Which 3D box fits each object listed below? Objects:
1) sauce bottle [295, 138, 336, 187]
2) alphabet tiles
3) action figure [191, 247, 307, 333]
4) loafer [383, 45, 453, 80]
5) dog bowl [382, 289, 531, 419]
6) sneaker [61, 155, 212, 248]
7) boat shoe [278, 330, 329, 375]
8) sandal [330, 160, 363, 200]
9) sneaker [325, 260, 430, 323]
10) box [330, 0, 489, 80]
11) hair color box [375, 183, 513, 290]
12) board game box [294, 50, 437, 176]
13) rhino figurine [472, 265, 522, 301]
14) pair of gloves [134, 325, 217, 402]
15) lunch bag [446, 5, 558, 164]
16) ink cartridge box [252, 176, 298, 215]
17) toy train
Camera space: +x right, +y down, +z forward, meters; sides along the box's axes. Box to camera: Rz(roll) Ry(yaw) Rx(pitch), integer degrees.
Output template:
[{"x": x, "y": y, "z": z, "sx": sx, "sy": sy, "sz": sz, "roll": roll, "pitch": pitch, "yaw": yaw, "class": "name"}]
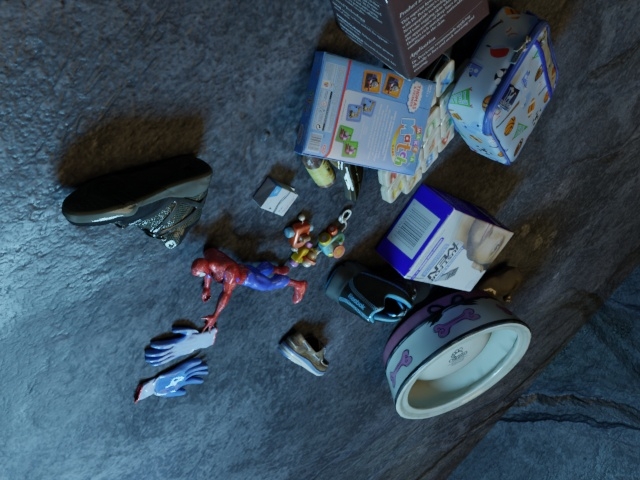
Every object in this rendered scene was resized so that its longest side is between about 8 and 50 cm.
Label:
[{"x": -0.009, "y": -0.136, "z": 1.371, "sx": 0.042, "sy": 0.042, "sz": 0.128, "roll": -43, "pitch": 150, "yaw": -3, "class": "sauce bottle"}, {"x": 0.202, "y": -0.202, "z": 1.493, "sx": 0.284, "sy": 0.021, "sz": 0.278, "roll": -51, "pitch": 160, "yaw": -13, "class": "alphabet tiles"}, {"x": -0.149, "y": 0.093, "z": 1.423, "sx": 0.139, "sy": 0.091, "sz": 0.280, "roll": -59, "pitch": 147, "yaw": 5, "class": "action figure"}, {"x": 0.194, "y": -0.331, "z": 1.348, "sx": 0.223, "sy": 0.078, "sz": 0.076, "roll": -52, "pitch": 150, "yaw": 11, "class": "loafer"}, {"x": 0.343, "y": 0.293, "z": 2.113, "sx": 0.408, "sy": 0.150, "sz": 0.408, "roll": -20, "pitch": 145, "yaw": -15, "class": "dog bowl"}, {"x": -0.259, "y": -0.035, "z": 1.153, "sx": 0.227, "sy": 0.087, "sz": 0.130, "roll": -22, "pitch": 136, "yaw": -41, "class": "sneaker"}, {"x": -0.020, "y": 0.249, "z": 1.778, "sx": 0.066, "sy": 0.066, "sz": 0.183, "roll": -48, "pitch": 148, "yaw": 2, "class": "boat shoe"}, {"x": 0.035, "y": -0.163, "z": 1.369, "sx": 0.219, "sy": 0.060, "sz": 0.090, "roll": 81, "pitch": 24, "yaw": -43, "class": "sandal"}, {"x": 0.153, "y": 0.130, "z": 1.774, "sx": 0.341, "sy": 0.139, "sz": 0.125, "roll": 1, "pitch": 124, "yaw": -51, "class": "sneaker"}, {"x": 0.114, "y": -0.373, "z": 1.122, "sx": 0.168, "sy": 0.167, "sz": 0.203, "roll": -40, "pitch": 148, "yaw": -7, "class": "box"}, {"x": 0.289, "y": 0.002, "z": 1.818, "sx": 0.339, "sy": 0.110, "sz": 0.185, "roll": 12, "pitch": 117, "yaw": -56, "class": "hair color box"}, {"x": 0.074, "y": -0.199, "z": 1.281, "sx": 0.211, "sy": 0.039, "sz": 0.160, "roll": 9, "pitch": 100, "yaw": -27, "class": "board game box"}, {"x": 0.464, "y": 0.136, "z": 2.207, "sx": 0.243, "sy": 0.073, "sz": 0.106, "roll": -19, "pitch": 141, "yaw": -34, "class": "rhino figurine"}, {"x": -0.269, "y": 0.232, "z": 1.512, "sx": 0.159, "sy": 0.023, "sz": 0.198, "roll": -13, "pitch": 137, "yaw": -42, "class": "pair of gloves"}, {"x": 0.355, "y": -0.290, "z": 1.510, "sx": 0.243, "sy": 0.115, "sz": 0.303, "roll": -58, "pitch": 157, "yaw": -1, "class": "lunch bag"}, {"x": -0.073, "y": -0.073, "z": 1.382, "sx": 0.048, "sy": 0.028, "sz": 0.083, "roll": -52, "pitch": 148, "yaw": 12, "class": "ink cartridge box"}, {"x": 0.000, "y": 0.000, "z": 1.534, "sx": 0.166, "sy": 0.046, "sz": 0.125, "roll": -15, "pitch": 138, "yaw": -39, "class": "toy train"}]
